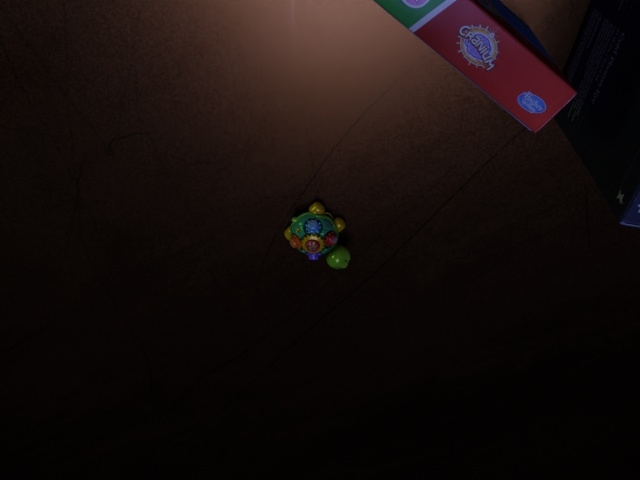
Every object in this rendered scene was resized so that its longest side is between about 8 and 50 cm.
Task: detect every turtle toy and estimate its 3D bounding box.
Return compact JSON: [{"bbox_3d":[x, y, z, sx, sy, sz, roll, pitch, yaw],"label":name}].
[{"bbox_3d":[0.000,0.000,1.060,0.130,0.066,0.095,35,121,-20],"label":"turtle toy"}]

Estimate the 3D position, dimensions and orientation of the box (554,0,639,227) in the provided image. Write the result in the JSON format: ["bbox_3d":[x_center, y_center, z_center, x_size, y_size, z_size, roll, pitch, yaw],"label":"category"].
[{"bbox_3d":[0.451,-0.227,0.707,0.178,0.313,0.343,9,127,-2],"label":"box"}]

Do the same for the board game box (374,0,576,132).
[{"bbox_3d":[0.148,-0.292,0.727,0.316,0.242,0.064,32,122,-19],"label":"board game box"}]
